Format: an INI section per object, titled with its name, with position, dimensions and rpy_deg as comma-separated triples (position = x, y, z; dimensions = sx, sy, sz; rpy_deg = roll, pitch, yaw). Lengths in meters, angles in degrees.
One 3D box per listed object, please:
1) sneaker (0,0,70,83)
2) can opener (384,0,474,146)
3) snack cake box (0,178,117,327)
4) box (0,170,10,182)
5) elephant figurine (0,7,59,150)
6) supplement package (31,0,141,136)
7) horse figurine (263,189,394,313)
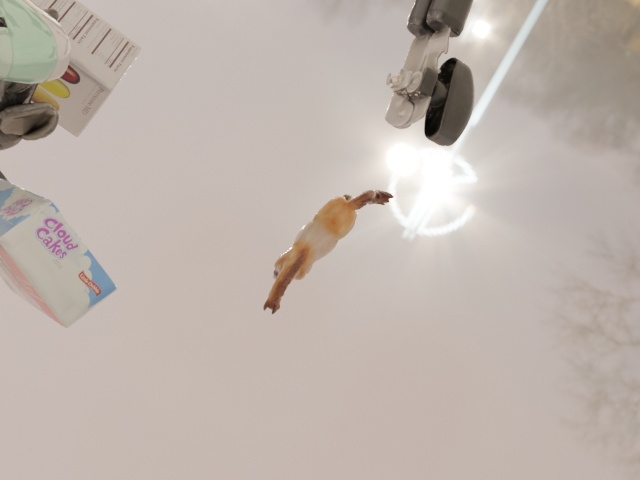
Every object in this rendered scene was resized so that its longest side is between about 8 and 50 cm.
[sneaker]
position = -0.387, -0.245, 1.190
dimensions = 0.256, 0.094, 0.151
rpy_deg = 37, -154, 21
[can opener]
position = 0.142, -0.242, 1.311
dimensions = 0.093, 0.280, 0.074
rpy_deg = 23, 168, -30
[snack cake box]
position = -0.394, 0.011, 1.600
dimensions = 0.264, 0.089, 0.152
rpy_deg = 18, 143, 59
[box]
position = -0.676, -0.075, 2.165
dimensions = 0.165, 0.143, 0.270
rpy_deg = -34, -98, -38
[elephant figurine]
position = -0.474, -0.205, 1.747
dimensions = 0.186, 0.239, 0.169
rpy_deg = 4, -128, 7
[supplement package]
position = -0.440, -0.311, 1.912
dimensions = 0.244, 0.139, 0.134
rpy_deg = 36, -138, -12
[horse figurine]
position = 0.000, 0.000, 1.836
dimensions = 0.066, 0.263, 0.174
rpy_deg = 45, -179, 3
